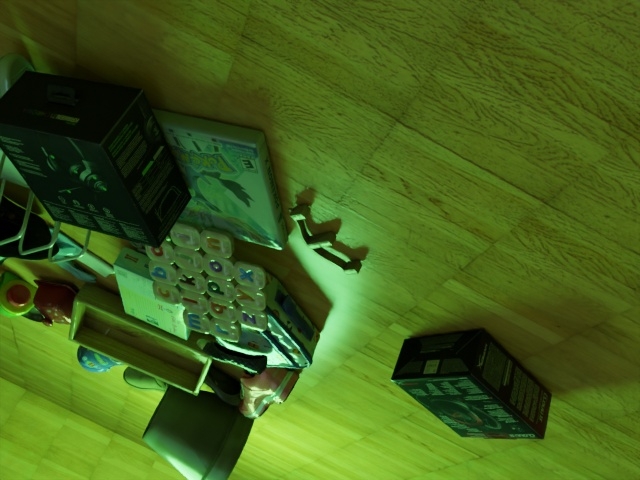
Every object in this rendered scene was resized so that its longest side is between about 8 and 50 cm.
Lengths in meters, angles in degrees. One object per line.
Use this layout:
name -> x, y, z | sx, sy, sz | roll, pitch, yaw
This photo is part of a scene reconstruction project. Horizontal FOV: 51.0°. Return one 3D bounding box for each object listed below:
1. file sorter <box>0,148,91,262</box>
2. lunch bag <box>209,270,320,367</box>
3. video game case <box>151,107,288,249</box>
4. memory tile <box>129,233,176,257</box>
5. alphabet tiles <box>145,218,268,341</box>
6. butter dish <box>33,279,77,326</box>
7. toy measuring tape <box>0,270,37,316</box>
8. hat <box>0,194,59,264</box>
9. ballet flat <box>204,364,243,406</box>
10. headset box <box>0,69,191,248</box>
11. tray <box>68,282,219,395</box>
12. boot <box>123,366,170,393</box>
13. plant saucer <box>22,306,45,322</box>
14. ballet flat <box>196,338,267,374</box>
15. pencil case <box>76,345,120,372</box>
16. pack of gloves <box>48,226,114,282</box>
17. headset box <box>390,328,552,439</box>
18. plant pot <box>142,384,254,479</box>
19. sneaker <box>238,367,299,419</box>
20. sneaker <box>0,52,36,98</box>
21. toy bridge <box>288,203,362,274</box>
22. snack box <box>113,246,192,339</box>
file sorter -> -0.611, -0.076, 1.332 | 0.192, 0.173, 0.277 | -9, 157, 44
lunch bag -> -0.146, 0.185, 1.555 | 0.243, 0.115, 0.303 | -3, 140, 33
video game case -> -0.232, -0.115, 1.238 | 0.328, 0.036, 0.300 | 14, 147, 17
memory tile -> -0.385, 0.010, 1.549 | 0.148, 0.012, 0.113 | 5, 144, 28
alphabet tiles -> -0.236, 0.088, 1.405 | 0.277, 0.021, 0.284 | 13, 127, 17
butter dish -> -0.788, 0.204, 2.007 | 0.160, 0.118, 0.160 | 7, 144, 26
toy measuring tape -> -0.910, 0.218, 2.115 | 0.330, 0.121, 0.121 | 42, 145, -26
hat -> -0.762, -0.008, 1.512 | 0.331, 0.134, 0.331 | 35, -173, -5
ballet flat -> -0.309, 0.429, 2.069 | 0.250, 0.084, 0.058 | 38, 122, -15
headset box -> -0.393, -0.142, 1.151 | 0.246, 0.131, 0.283 | 13, 146, 21
tray -> -0.507, 0.284, 1.925 | 0.410, 0.076, 0.203 | 25, 132, -2
boot -> -0.534, 0.418, 2.190 | 0.236, 0.089, 0.269 | 12, 149, -4
plant saucer -> -0.993, 0.217, 2.251 | 0.168, 0.029, 0.168 | 18, 149, 11
ballet flat -> -0.205, 0.261, 1.567 | 0.173, 0.049, 0.057 | 21, -168, -1
pencil case -> -0.677, 0.352, 2.147 | 0.306, 0.119, 0.133 | -25, 102, 51
pack of gloves -> -0.680, 0.049, 1.777 | 0.232, 0.046, 0.195 | 39, 145, -21
headset box -> 0.331, 0.321, 1.431 | 0.293, 0.110, 0.218 | 41, 145, -25
plant pot -> -0.398, 0.603, 2.138 | 0.280, 0.323, 0.323 | 29, 148, -7
sneaker -> -0.177, 0.414, 1.941 | 0.136, 0.116, 0.314 | 40, 140, -5
sneaker -> -0.593, -0.257, 1.208 | 0.151, 0.094, 0.256 | 20, 151, -7
toy bridge -> 0.000, 0.000, 1.261 | 0.063, 0.026, 0.188 | -10, 134, 44
snack box -> -0.415, 0.144, 1.712 | 0.187, 0.060, 0.322 | 23, 151, 2
